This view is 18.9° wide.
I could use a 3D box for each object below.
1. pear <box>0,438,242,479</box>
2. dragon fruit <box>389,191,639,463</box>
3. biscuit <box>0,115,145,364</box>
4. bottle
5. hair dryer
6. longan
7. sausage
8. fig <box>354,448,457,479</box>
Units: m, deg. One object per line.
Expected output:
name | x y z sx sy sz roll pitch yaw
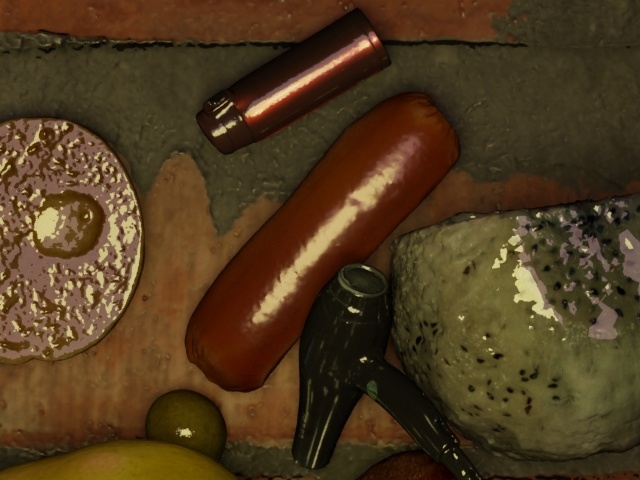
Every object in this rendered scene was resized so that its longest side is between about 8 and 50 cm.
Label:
pear | -0.155 0.286 1.510 0.336 0.285 0.285 37 91 32
dragon fruit | 0.201 0.072 1.516 0.282 0.221 0.204 -8 85 -2
biscuit | -0.234 0.001 1.596 0.181 0.049 0.208 10 92 0
bottle | -0.025 -0.129 1.588 0.164 0.060 0.060 -31 91 1
hair dryer | 0.056 0.147 1.509 0.075 0.219 0.196 -15 133 -35
longan | -0.116 0.163 1.595 0.083 0.075 0.075 -31 91 44
sausage | 0.000 0.000 1.579 0.089 0.083 0.300 40 92 -8
fig | 0.104 0.271 1.580 0.146 0.134 0.201 -34 116 30
